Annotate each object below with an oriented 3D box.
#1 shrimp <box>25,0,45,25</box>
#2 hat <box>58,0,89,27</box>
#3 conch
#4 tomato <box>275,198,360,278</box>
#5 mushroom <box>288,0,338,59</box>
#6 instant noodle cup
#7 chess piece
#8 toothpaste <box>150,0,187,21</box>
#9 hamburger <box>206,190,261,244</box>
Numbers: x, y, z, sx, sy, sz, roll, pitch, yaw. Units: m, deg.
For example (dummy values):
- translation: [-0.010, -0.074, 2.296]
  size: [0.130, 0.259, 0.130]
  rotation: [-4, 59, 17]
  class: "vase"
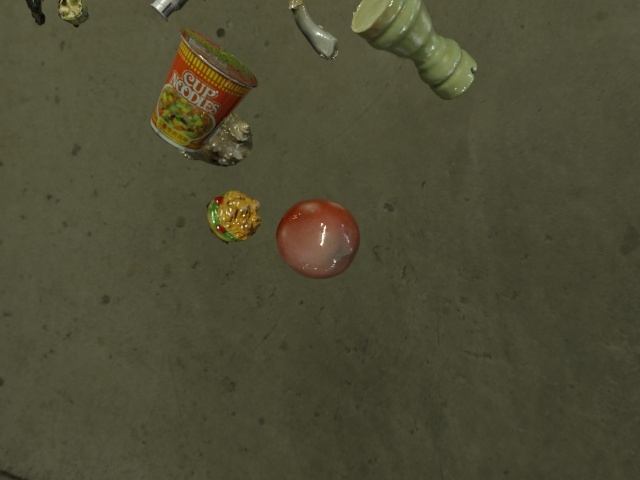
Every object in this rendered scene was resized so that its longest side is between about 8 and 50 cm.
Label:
- translation: [-0.523, -0.541, 0.760]
  size: [0.059, 0.145, 0.254]
  rotation: [17, 139, -2]
  class: "shrimp"
- translation: [-0.720, -0.671, 1.225]
  size: [0.076, 0.059, 0.077]
  rotation: [-8, 77, 7]
  class: "hat"
- translation: [-0.452, -0.417, 1.691]
  size: [0.352, 0.210, 0.297]
  rotation: [-24, 119, 13]
  class: "conch"
- translation: [0.000, 0.000, 1.605]
  size: [0.322, 0.321, 0.321]
  rotation: [1, 95, 12]
  class: "tomato"
- translation: [-0.028, -0.845, 1.681]
  size: [0.278, 0.096, 0.099]
  rotation: [44, 80, -23]
  class: "mushroom"
- translation: [-0.275, -0.320, 0.933]
  size: [0.193, 0.193, 0.212]
  rotation: [44, 115, 5]
  class: "instant noodle cup"
- translation: [0.338, -0.673, 1.420]
  size: [0.442, 0.234, 0.234]
  rotation: [25, 102, -31]
  class: "chess piece"
- translation: [-0.350, -0.761, 1.179]
  size: [0.066, 0.100, 0.323]
  rotation: [41, 89, -5]
  class: "toothpaste"
- translation: [-0.352, -0.103, 1.743]
  size: [0.149, 0.237, 0.237]
  rotation: [-12, 92, 40]
  class: "hamburger"
